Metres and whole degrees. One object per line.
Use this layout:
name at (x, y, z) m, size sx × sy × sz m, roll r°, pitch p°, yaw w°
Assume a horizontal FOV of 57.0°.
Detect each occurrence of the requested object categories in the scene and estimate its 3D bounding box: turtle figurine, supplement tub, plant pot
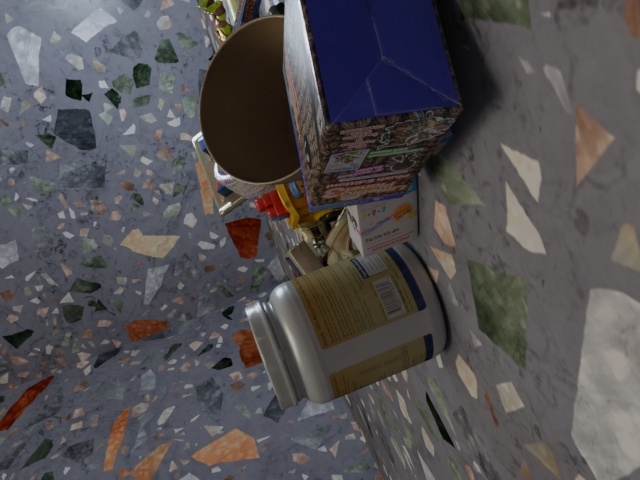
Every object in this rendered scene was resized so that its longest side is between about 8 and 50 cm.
turtle figurine at (-0.279, -0.619, 1.783) m, size 0.217 × 0.087 × 0.270 m, roll 61°, pitch -176°, yaw -47°
supplement tub at (0.042, 0.156, 1.071) m, size 0.228 × 0.316 × 0.228 m, roll 160°, pitch 90°, yaw -81°
plant pot at (-0.048, -0.232, 1.065) m, size 0.191 × 0.284 × 0.284 m, roll 3°, pitch -119°, yaw -59°

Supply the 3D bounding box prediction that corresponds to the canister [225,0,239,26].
canister at (-0.228, -0.663, 1.669) m, size 0.126 × 0.073 × 0.170 m, roll -156°, pitch 48°, yaw -79°

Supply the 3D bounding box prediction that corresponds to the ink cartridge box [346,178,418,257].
ink cartridge box at (0.101, -0.042, 0.962) m, size 0.181 × 0.104 × 0.062 m, roll 78°, pitch 168°, yaw -46°

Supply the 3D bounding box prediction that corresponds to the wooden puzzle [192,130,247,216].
wooden puzzle at (-0.225, -0.285, 1.715) m, size 0.080 × 0.322 × 0.348 m, roll 35°, pitch -154°, yaw -54°

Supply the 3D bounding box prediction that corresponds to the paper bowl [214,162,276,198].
paper bowl at (-0.133, -0.235, 1.495) m, size 0.148 × 0.284 × 0.284 m, roll 33°, pitch -169°, yaw -30°

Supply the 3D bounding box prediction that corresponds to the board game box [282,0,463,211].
board game box at (0.042, -0.193, 0.731) m, size 0.291 × 0.141 × 0.232 m, roll 107°, pitch 153°, yaw -75°

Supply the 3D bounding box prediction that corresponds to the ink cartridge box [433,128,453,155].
ink cartridge box at (0.139, -0.138, 0.760) m, size 0.083 × 0.028 × 0.048 m, roll 114°, pitch 136°, yaw -79°

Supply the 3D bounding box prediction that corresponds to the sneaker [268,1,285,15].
sneaker at (-0.106, -0.413, 1.314) m, size 0.262 × 0.125 × 0.104 m, roll 95°, pitch 152°, yaw -70°

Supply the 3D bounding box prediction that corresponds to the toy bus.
toy bus at (-0.045, -0.111, 1.353) m, size 0.220 × 0.211 × 0.150 m, roll 113°, pitch 137°, yaw -75°

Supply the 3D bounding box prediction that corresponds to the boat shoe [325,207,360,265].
boat shoe at (0.075, 0.001, 1.287) m, size 0.098 × 0.109 × 0.302 m, roll 27°, pitch 160°, yaw 9°

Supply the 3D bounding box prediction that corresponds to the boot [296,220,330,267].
boot at (0.000, 0.000, 1.695) m, size 0.203 × 0.095 × 0.262 m, roll -140°, pitch 29°, yaw -73°

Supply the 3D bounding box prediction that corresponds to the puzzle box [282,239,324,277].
puzzle box at (0.042, 0.180, 1.631) m, size 0.409 × 0.052 × 0.272 m, roll 53°, pitch 172°, yaw -2°

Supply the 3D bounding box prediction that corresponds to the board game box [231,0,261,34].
board game box at (-0.159, -0.537, 1.324) m, size 0.136 × 0.035 × 0.201 m, roll -135°, pitch 59°, yaw -69°
